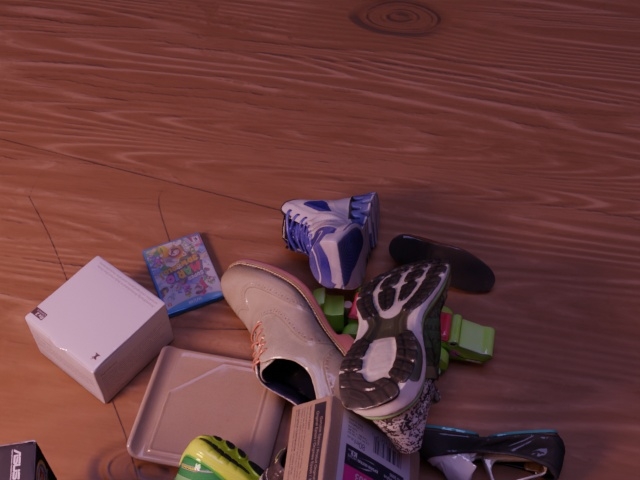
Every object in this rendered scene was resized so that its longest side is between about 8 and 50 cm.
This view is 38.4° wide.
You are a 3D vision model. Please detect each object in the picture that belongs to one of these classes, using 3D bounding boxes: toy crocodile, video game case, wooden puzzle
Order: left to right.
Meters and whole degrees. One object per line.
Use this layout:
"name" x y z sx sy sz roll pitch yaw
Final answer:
"video game case" -0.266 0.065 1.788 0.119 0.015 0.166 -19 54 -14
"wooden puzzle" -0.188 0.299 1.591 0.238 0.044 0.221 12 52 4
"toy crocodile" 0.145 0.151 1.658 0.340 0.105 0.115 13 53 10

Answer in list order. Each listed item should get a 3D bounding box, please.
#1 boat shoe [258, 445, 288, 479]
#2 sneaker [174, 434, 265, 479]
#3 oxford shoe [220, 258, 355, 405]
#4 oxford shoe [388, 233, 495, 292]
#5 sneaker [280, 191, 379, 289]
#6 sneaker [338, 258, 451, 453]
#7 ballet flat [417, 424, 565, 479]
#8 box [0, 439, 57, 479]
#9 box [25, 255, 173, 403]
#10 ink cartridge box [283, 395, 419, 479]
"boat shoe" -0.007 0.346 1.473 0.081 0.069 0.227 42 32 17
"sneaker" -0.109 0.436 1.453 0.295 0.109 0.123 40 104 15
"oxford shoe" -0.068 0.168 1.595 0.146 0.141 0.397 -20 44 -37
"oxford shoe" 0.239 0.035 1.777 0.212 0.076 0.076 25 16 7
"sneaker" 0.000 -0.001 1.745 0.182 0.128 0.315 -1 21 16
"sneaker" 0.143 0.184 1.518 0.158 0.182 0.410 -9 31 27
"ballet flat" 0.264 0.355 1.509 0.280 0.095 0.096 2 64 2
"box" -0.424 0.465 1.348 0.060 0.216 0.270 -7 51 -5
"box" -0.393 0.158 1.651 0.181 0.119 0.182 32 59 23
"ink cartridge box" 0.051 0.375 1.402 0.088 0.234 0.193 -23 44 34
